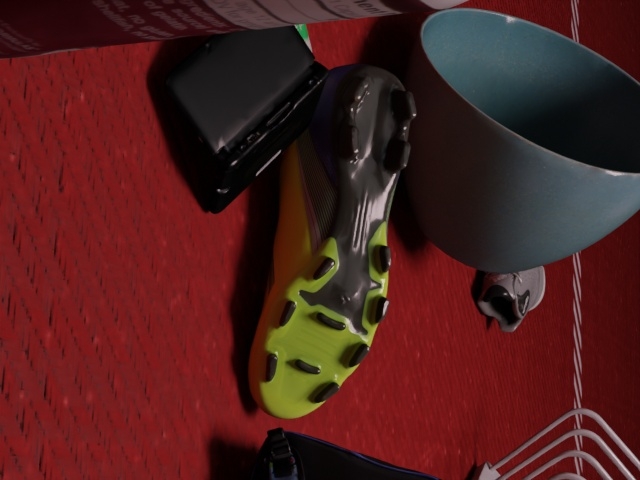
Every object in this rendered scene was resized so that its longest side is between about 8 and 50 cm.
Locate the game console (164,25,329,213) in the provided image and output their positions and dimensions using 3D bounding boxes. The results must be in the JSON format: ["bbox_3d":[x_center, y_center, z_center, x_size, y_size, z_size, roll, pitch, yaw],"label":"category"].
[{"bbox_3d":[-0.057,-0.098,0.947,0.122,0.071,0.107,-46,169,-31],"label":"game console"}]

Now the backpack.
[{"bbox_3d":[0.008,0.243,0.953,0.117,0.158,0.173,76,31,-73],"label":"backpack"}]

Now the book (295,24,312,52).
[{"bbox_3d":[-0.043,-0.143,1.032,0.144,0.035,0.096,-69,152,-47],"label":"book"}]

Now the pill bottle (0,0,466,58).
[{"bbox_3d":[-0.034,-0.205,0.577,0.224,0.392,0.224,-3,90,-68],"label":"pill bottle"}]

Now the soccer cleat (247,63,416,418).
[{"bbox_3d":[0.001,0.000,1.041,0.093,0.121,0.289,18,82,-25],"label":"soccer cleat"}]

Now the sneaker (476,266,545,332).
[{"bbox_3d":[0.234,0.013,1.624,0.132,0.086,0.228,-53,136,-54],"label":"sneaker"}]

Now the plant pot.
[{"bbox_3d":[0.198,-0.081,1.351,0.195,0.290,0.290,-65,174,32],"label":"plant pot"}]

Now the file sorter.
[{"bbox_3d":[0.272,0.331,1.430,0.193,0.173,0.278,50,21,0],"label":"file sorter"}]
